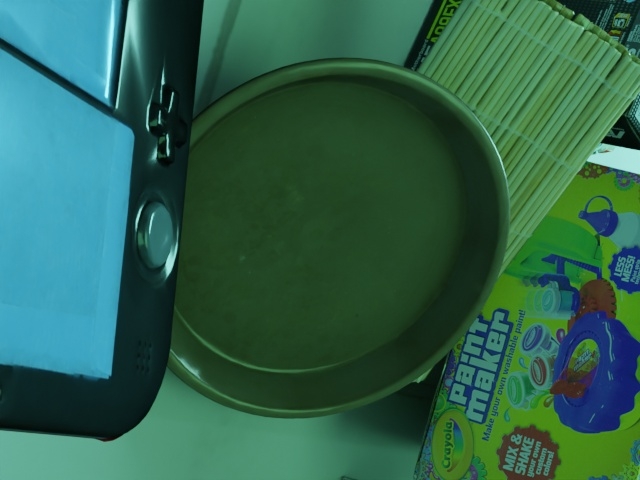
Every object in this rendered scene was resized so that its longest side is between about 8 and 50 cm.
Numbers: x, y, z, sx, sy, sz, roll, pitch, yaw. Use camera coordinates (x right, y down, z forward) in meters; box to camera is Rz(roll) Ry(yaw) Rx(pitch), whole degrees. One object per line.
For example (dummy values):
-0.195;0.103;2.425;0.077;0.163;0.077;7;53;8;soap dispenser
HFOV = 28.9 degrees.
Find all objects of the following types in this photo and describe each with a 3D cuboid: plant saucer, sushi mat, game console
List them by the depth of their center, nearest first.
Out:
-0.154;-0.081;0.608;0.386;0.060;0.342;33;64;-69;game console
0.000;0.000;0.877;0.277;0.041;0.278;-8;119;-15;plant saucer
0.099;-0.037;0.927;0.151;0.019;0.317;26;115;-15;sushi mat

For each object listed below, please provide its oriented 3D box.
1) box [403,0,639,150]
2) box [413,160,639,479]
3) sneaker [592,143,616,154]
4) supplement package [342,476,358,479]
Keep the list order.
0.213;-0.219;1.020;0.060;0.216;0.270;39;71;-49;box
0.226;0.092;1.110;0.279;0.177;0.290;19;87;-73;box
0.277;-0.104;1.269;0.161;0.057;0.075;-55;133;-27;sneaker
0.100;0.341;1.089;0.149;0.203;0.194;28;81;-52;supplement package
